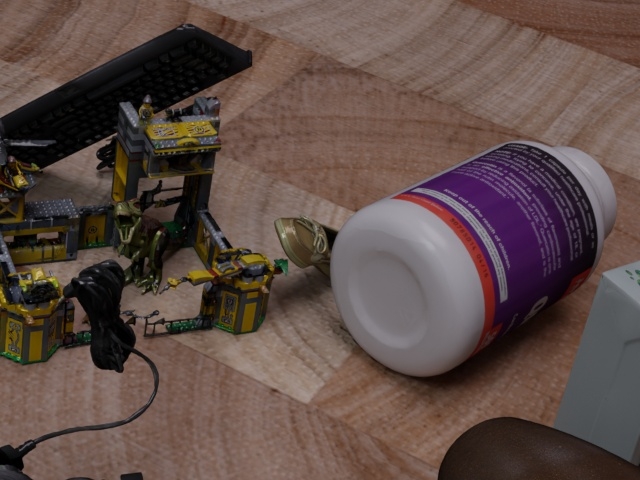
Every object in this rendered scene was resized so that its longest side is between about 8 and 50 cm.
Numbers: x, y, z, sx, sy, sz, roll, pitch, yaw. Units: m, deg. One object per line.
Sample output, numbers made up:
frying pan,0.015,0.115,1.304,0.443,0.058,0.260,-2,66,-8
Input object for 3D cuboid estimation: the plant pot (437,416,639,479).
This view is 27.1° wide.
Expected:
plant pot,0.186,0.241,1.058,0.215,0.215,0.230,-1,22,-17

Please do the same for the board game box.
board game box,0.371,0.110,1.259,0.303,0.224,0.097,-16,42,-34

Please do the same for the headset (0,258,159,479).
headset,-0.212,0.205,0.970,0.243,0.185,0.394,11,47,8

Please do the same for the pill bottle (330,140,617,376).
pill bottle,0.173,0.005,1.389,0.181,0.182,0.323,34,40,30

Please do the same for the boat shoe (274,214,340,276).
boat shoe,0.001,0.002,1.392,0.153,0.048,0.056,31,35,-59

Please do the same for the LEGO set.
LEGO set,-0.199,-0.031,1.319,0.331,0.192,0.255,-2,36,-19

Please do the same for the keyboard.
keyboard,-0.211,-0.136,1.438,0.201,0.317,0.033,15,57,-59
